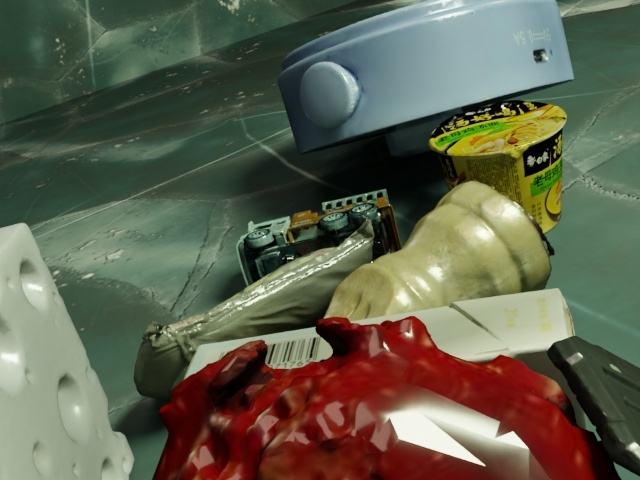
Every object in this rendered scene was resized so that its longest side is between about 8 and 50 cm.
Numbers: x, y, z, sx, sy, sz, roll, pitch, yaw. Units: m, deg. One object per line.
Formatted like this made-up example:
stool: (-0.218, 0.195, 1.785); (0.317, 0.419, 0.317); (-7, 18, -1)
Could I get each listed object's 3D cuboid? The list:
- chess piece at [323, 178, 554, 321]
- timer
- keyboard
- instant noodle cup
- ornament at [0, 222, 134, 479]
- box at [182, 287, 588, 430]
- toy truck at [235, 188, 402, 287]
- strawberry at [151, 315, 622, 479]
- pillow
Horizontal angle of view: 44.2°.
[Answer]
chess piece: (0.052, 0.079, 0.677); (0.300, 0.137, 0.137); (-37, 30, -17)
timer: (0.120, -0.204, 1.068); (0.394, 0.173, 0.395); (-14, 6, 2)
keyboard: (0.221, 0.122, 0.367); (0.016, 0.262, 0.106); (-57, 17, 20)
instant noodle cup: (0.205, -0.075, 0.879); (0.151, 0.122, 0.151); (-15, 25, 7)
ornament: (-0.298, 0.163, 0.538); (0.239, 0.239, 0.240); (-14, 24, 4)
box: (0.047, 0.128, 0.510); (0.242, 0.155, 0.067); (-10, 27, 11)
toy truck: (0.000, -0.001, 0.897); (0.177, 0.080, 0.115); (-12, 20, 5)
strawberry: (0.030, 0.171, 0.376); (0.274, 0.274, 0.220); (-11, -12, 11)
pillow: (-0.054, 0.075, 0.733); (0.255, 0.169, 0.059); (-27, 68, -24)
